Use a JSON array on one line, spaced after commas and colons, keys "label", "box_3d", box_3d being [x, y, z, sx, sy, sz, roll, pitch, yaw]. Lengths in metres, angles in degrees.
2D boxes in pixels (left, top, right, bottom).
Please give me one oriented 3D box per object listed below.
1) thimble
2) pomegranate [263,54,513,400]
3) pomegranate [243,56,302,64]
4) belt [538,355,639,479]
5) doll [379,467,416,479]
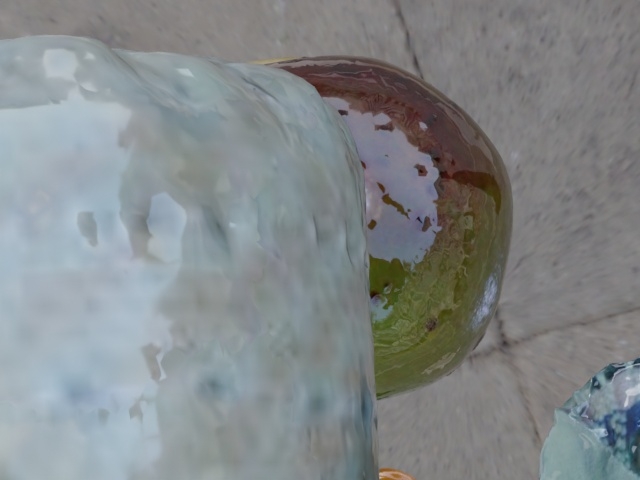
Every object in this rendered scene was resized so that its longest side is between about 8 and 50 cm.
[{"label": "thimble", "box_3d": [-0.128, 0.052, 0.528, 0.291, 0.291, 0.195, -3, 79, 5]}, {"label": "pomegranate", "box_3d": [-0.012, 0.013, 1.265, 0.290, 0.323, 0.291, 10, 61, -18]}, {"label": "pomegranate", "box_3d": [-0.037, -0.064, 1.693, 0.264, 0.264, 0.264, 0, 87, 5]}, {"label": "belt", "box_3d": [0.226, 0.142, 0.747, 0.257, 0.207, 0.150, 0, 53, 5]}, {"label": "doll", "box_3d": [-0.004, 0.263, 1.700, 0.221, 0.135, 0.143, 25, 120, -10]}]
